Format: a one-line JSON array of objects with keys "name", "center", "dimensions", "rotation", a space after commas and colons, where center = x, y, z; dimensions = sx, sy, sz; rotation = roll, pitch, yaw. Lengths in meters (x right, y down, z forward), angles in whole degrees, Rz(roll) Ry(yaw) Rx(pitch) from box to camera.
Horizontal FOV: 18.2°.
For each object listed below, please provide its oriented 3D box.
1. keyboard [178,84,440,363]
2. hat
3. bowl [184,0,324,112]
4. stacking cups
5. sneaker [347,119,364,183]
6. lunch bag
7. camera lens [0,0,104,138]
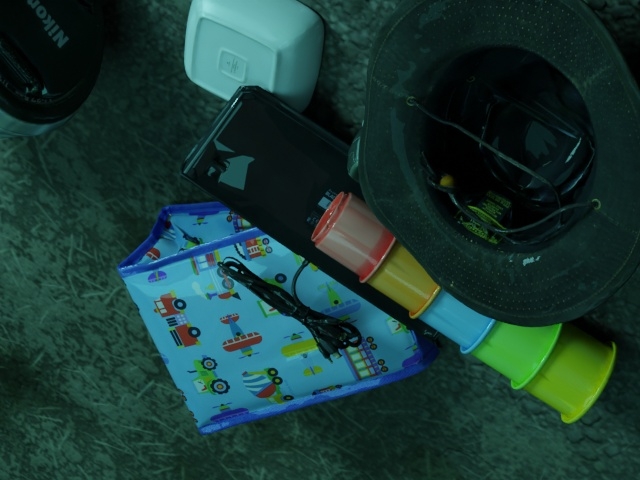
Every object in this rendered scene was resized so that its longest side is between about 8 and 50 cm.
[{"name": "keyboard", "center": [0.000, 0.000, 1.999], "dimensions": [0.317, 0.033, 0.201], "rotation": [34, 108, -11]}, {"name": "hat", "center": [0.191, -0.096, 1.778], "dimensions": [0.331, 0.134, 0.331], "rotation": [18, 123, 31]}, {"name": "bowl", "center": [-0.074, -0.184, 1.960], "dimensions": [0.142, 0.053, 0.142], "rotation": [28, 139, 13]}, {"name": "stacking cups", "center": [0.136, 0.063, 1.951], "dimensions": [0.316, 0.096, 0.096], "rotation": [31, 139, -10]}, {"name": "sneaker", "center": [0.138, -0.022, 1.915], "dimensions": [0.271, 0.108, 0.100], "rotation": [36, 137, 1]}, {"name": "lunch bag", "center": [-0.028, 0.063, 2.105], "dimensions": [0.293, 0.138, 0.221], "rotation": [-11, 118, 28]}, {"name": "camera lens", "center": [-0.374, -0.208, 2.022], "dimensions": [0.274, 0.219, 0.219], "rotation": [-3, 124, 36]}]
